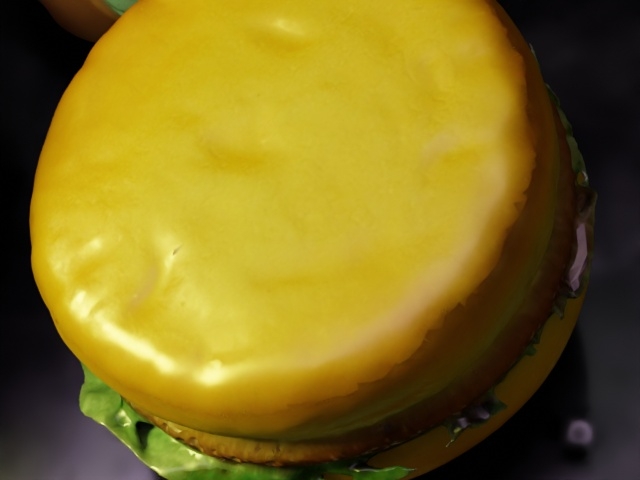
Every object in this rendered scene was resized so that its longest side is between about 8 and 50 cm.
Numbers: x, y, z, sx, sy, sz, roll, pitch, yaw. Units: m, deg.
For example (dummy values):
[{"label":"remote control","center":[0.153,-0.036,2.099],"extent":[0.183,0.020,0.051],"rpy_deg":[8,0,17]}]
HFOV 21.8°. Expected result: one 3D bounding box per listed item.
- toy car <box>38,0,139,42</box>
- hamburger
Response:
[{"label":"toy car","center":[-0.060,-0.199,0.803],"extent":[0.270,0.181,0.212],"rpy_deg":[-19,45,-2]},{"label":"hamburger","center":[0.001,-0.001,0.720],"extent":[0.246,0.170,0.246],"rpy_deg":[-9,62,18]}]
